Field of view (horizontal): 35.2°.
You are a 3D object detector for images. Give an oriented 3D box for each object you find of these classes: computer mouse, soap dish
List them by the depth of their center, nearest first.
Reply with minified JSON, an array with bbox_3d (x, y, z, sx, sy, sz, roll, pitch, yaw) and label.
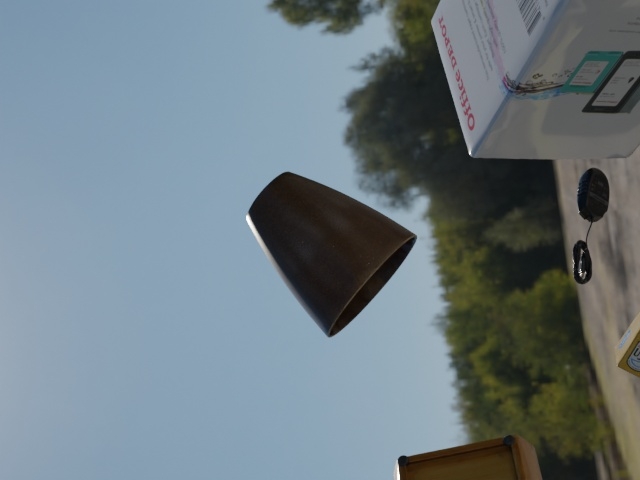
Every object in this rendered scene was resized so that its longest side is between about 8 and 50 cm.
[{"bbox_3d":[0.280,0.494,1.916,0.229,0.291,0.118,-91,-17,-52],"label":"soap dish"},{"bbox_3d":[0.520,-0.030,1.980,0.071,0.041,0.242,28,-111,-34],"label":"computer mouse"}]

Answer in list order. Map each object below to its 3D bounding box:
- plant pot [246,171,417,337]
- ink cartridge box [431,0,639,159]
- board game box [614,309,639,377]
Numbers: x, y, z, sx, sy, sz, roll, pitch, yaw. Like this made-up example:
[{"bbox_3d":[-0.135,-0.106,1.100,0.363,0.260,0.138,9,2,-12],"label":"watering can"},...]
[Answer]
[{"bbox_3d":[0.000,0.000,1.628,0.230,0.215,0.215,42,-173,11],"label":"plant pot"},{"bbox_3d":[0.259,-0.236,1.006,0.270,0.197,0.198,115,149,-56],"label":"ink cartridge box"},{"bbox_3d":[0.602,0.094,1.426,0.064,0.242,0.316,-55,-10,-66],"label":"board game box"}]
